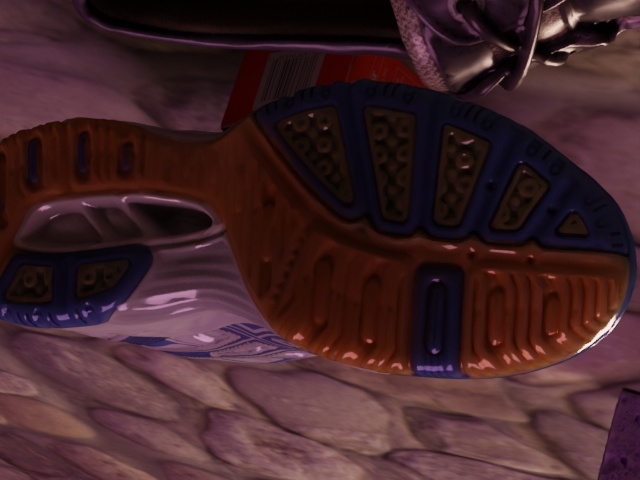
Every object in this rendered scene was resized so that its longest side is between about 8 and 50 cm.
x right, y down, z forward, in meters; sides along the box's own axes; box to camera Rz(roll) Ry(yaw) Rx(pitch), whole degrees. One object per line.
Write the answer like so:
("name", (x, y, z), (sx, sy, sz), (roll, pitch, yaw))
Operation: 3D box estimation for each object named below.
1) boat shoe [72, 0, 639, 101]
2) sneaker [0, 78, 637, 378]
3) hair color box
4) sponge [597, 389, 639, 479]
("boat shoe", (0.048, -0.091, 0.642), (0.285, 0.092, 0.103), (10, 158, 22))
("sneaker", (0.000, 0.000, 0.815), (0.296, 0.112, 0.131), (6, 172, 30))
("hair color box", (0.030, -0.035, 0.869), (0.072, 0.043, 0.141), (-4, 150, 43))
("sponge", (0.253, 0.169, 1.096), (0.210, 0.117, 0.031), (16, 157, 5))
